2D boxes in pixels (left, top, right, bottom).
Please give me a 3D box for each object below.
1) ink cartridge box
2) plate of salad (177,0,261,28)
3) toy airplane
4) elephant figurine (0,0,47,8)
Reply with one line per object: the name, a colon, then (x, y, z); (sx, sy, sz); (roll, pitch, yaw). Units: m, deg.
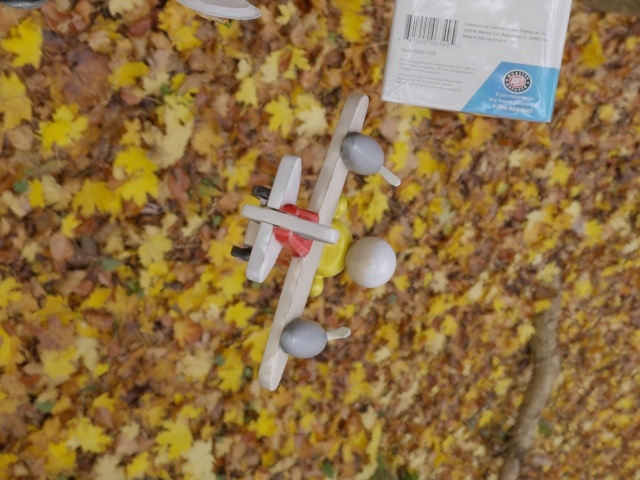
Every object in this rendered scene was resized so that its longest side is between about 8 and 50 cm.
ink cartridge box: (0.193, -0.291, 0.984); (0.197, 0.198, 0.270); (-47, 145, -78)
plate of salad: (-0.231, -0.518, 1.802); (0.199, 0.200, 0.048); (-9, 126, -36)
toy airplane: (0.000, 0.000, 1.316); (0.272, 0.384, 0.386); (19, 130, -5)
elephant figurine: (-0.481, -0.434, 1.305); (0.239, 0.186, 0.169); (-11, 151, -49)
